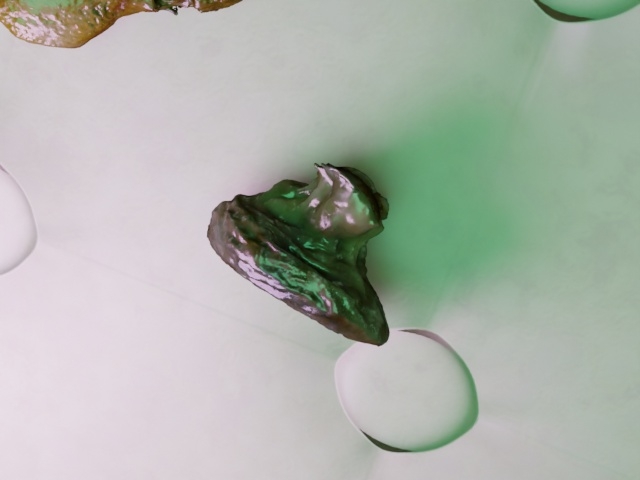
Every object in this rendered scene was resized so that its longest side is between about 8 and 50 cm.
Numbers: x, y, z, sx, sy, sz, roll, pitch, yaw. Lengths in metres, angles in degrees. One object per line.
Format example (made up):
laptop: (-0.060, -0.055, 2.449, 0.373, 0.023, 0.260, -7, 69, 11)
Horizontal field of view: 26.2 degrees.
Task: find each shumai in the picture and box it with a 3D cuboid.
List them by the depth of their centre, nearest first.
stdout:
shumai: (0.000, 0.000, 1.317, 0.209, 0.161, 0.153, 33, 97, 23)

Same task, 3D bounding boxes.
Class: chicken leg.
chicken leg: (-0.195, -0.237, 1.286, 0.251, 0.087, 0.107, -2, 124, 9)
